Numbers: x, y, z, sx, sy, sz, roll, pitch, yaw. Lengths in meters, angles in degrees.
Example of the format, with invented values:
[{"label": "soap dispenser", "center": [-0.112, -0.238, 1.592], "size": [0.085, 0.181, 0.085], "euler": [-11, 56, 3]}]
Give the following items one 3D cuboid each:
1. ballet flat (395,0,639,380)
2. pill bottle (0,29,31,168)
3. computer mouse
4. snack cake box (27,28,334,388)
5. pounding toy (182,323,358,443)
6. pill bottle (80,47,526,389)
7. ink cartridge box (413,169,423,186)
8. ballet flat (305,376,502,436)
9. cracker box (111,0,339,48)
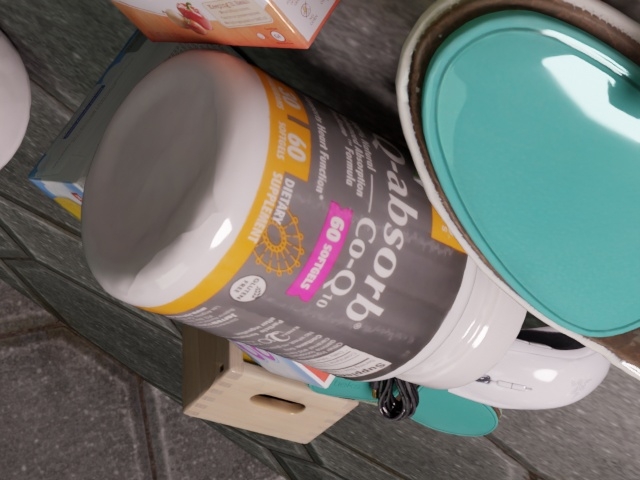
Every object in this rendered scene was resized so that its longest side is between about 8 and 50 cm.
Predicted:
[{"label": "ballet flat", "center": [0.185, 0.003, 0.639], "size": [0.400, 0.139, 0.139], "euler": [40, 162, -22]}, {"label": "pill bottle", "center": [-0.419, -0.145, 1.226], "size": [0.302, 0.169, 0.169], "euler": [14, 155, 47]}, {"label": "computer mouse", "center": [0.134, 0.100, 0.993], "size": [0.193, 0.042, 0.106], "euler": [1, 121, -3]}, {"label": "snack cake box", "center": [-0.062, -0.025, 0.953], "size": [0.264, 0.152, 0.089], "euler": [42, 161, -29]}, {"label": "pounding toy", "center": [-0.023, 0.065, 1.141], "size": [0.181, 0.206, 0.094], "euler": [19, 138, -28]}, {"label": "pill bottle", "center": [0.000, 0.000, 0.822], "size": [0.278, 0.162, 0.162], "euler": [23, 172, -39]}, {"label": "ink cartridge box", "center": [0.164, 0.007, 0.753], "size": [0.209, 0.062, 0.109], "euler": [38, 178, -20]}, {"label": "ballet flat", "center": [0.069, 0.110, 1.066], "size": [0.188, 0.070, 0.070], "euler": [21, 169, -26]}, {"label": "cracker box", "center": [-0.106, -0.200, 0.677], "size": [0.156, 0.067, 0.232], "euler": [12, 154, 49]}]
